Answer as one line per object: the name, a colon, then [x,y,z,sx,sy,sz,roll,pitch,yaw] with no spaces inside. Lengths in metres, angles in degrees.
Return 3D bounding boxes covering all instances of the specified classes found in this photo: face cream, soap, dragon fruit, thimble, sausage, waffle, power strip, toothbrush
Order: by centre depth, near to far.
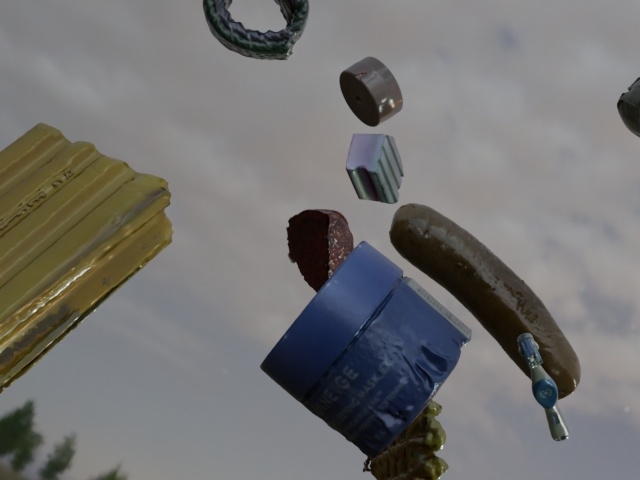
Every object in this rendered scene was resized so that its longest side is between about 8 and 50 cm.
soap: [-0.321,0.026,1.235,0.204,0.324,0.096,25,-39,28]
thimble: [-0.082,-0.295,1.533,0.135,0.119,0.090,23,0,-3]
face cream: [0.071,0.161,1.775,0.225,0.249,0.249,38,-16,3]
toothbrush: [0.332,0.224,1.794,0.040,0.040,0.386,22,-18,27]
soap: [0.089,-0.115,1.932,0.056,0.100,0.149,7,-25,19]
waffle: [0.139,0.369,2.022,0.068,0.302,0.325,1,26,-13]
dragon fruit: [0.000,0.000,2.040,0.106,0.083,0.162,22,-51,38]
sausage: [0.330,0.103,2.385,0.501,0.136,0.123,44,14,15]
power strip: [0.116,-0.339,2.769,0.154,0.078,0.154,47,-20,23]

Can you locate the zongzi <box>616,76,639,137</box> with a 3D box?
zongzi: [0.578,-0.162,2.016,0.145,0.300,0.274,42,-23,-23]
